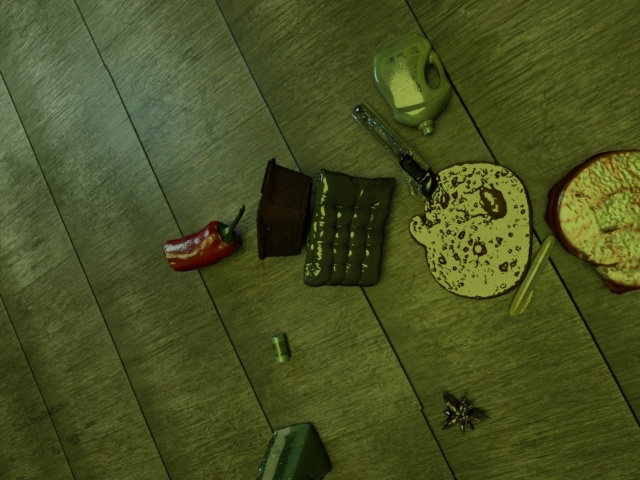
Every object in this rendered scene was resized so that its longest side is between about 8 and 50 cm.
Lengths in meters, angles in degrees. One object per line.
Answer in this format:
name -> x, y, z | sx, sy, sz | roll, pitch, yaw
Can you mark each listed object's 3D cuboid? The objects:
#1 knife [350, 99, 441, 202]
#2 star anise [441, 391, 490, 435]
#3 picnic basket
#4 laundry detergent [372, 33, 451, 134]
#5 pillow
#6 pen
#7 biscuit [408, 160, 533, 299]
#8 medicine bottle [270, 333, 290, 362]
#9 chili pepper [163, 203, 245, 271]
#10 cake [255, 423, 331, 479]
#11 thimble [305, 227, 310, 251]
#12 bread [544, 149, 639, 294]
knife -> 0.196, -0.256, 1.208 | 0.089, 0.043, 0.365 | -44, 69, 20
star anise -> 0.402, 0.482, 1.209 | 0.129, 0.056, 0.124 | 2, 94, 21
picnic basket -> -0.100, -0.072, 1.233 | 0.129, 0.297, 0.222 | 10, 60, 0
laundry detergent -> 0.252, -0.406, 1.176 | 0.181, 0.091, 0.253 | -22, 86, 15
pillow -> 0.081, -0.027, 1.211 | 0.228, 0.101, 0.326 | 3, 99, -21
pen -> 0.554, 0.095, 1.134 | 0.040, 0.032, 0.233 | 21, 102, -6
biscuit -> 0.395, -0.026, 1.169 | 0.314, 0.063, 0.367 | 0, 93, 25
medicine bottle -> -0.130, 0.347, 1.407 | 0.047, 0.047, 0.083 | -15, 88, 21
chili pepper -> -0.337, 0.007, 1.409 | 0.338, 0.134, 0.131 | -20, 77, 22
cake -> -0.113, 0.665, 1.314 | 0.158, 0.284, 0.172 | -27, 68, 20
thimble -> 0.000, 0.000, 1.320 | 0.085, 0.062, 0.109 | -1, 95, 18
bread -> 0.715, -0.055, 1.014 | 0.327, 0.114, 0.295 | 48, 109, 13
